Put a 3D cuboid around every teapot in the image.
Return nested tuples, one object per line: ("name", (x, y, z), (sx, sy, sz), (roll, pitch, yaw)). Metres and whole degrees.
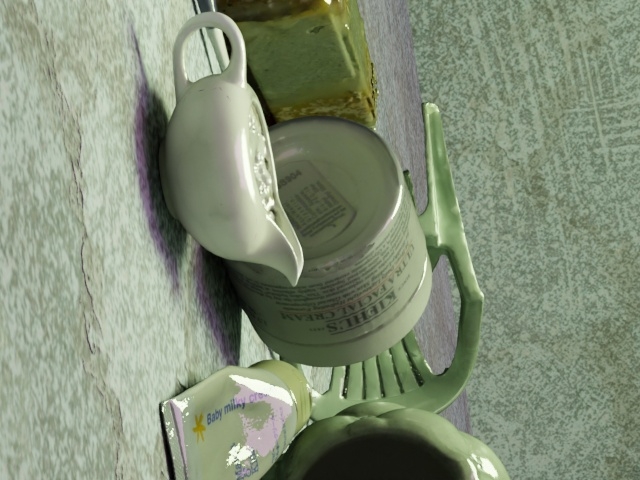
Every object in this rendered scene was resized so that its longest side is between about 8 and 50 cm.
("teapot", (-0.078, -0.066, 1.442), (0.145, 0.092, 0.226), (-80, 159, -71))

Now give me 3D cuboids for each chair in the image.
("chair", (0.048, 0.033, 1.842), (0.190, 0.203, 0.275), (91, -8, -63))

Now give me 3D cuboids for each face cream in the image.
("face cream", (-0.070, 0.154, 1.437), (0.224, 0.070, 0.114), (-31, 114, -71))
("face cream", (0.000, 0.000, 1.608), (0.153, 0.177, 0.177), (68, 17, -52))

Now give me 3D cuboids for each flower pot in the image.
("flower pot", (0.054, 0.259, 1.560), (0.195, 0.246, 0.246), (72, 12, -72))

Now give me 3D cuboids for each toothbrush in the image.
("toothbrush", (-0.102, -0.212, 1.642), (0.026, 0.024, 0.288), (-61, 146, -52))

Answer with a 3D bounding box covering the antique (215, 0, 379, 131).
("antique", (-0.019, -0.194, 1.820), (0.284, 0.125, 0.150), (70, 15, -55))
